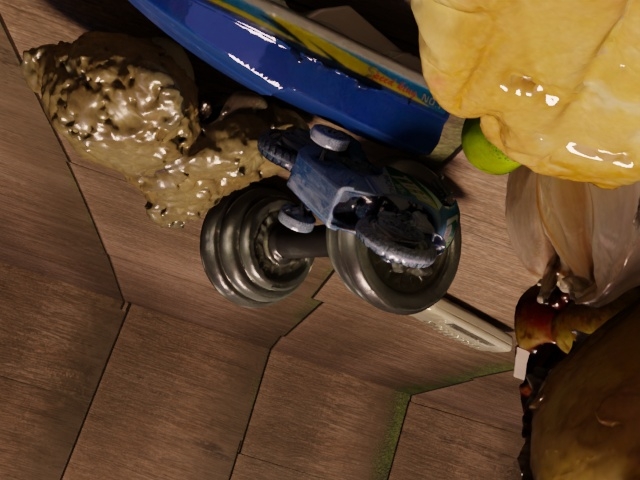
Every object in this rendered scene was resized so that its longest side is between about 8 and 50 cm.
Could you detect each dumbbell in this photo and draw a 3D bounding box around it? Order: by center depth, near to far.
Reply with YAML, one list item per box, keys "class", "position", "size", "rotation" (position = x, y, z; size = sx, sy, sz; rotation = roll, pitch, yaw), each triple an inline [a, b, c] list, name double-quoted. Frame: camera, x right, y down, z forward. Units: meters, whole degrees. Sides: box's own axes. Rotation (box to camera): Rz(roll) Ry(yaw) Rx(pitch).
- class: "dumbbell"
  position: [0.000, 0.000, 0.928]
  size: [0.179, 0.179, 0.406]
  rotation: [30, 160, -35]

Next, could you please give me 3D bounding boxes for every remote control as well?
- class: "remote control"
  position: [0.250, 0.147, 1.353]
  size: [0.230, 0.049, 0.090]
  rotation: [29, 156, -32]

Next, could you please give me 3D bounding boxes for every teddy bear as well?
- class: "teddy bear"
  position: [-0.170, -0.122, 0.758]
  size: [0.267, 0.156, 0.256]
  rotation: [11, 160, 25]

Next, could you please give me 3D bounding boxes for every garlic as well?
- class: "garlic"
  position: [0.246, -0.037, 0.608]
  size: [0.142, 0.178, 0.229]
  rotation: [-1, 179, -15]

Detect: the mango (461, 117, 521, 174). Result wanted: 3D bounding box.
- class: "mango"
  position: [0.150, -0.088, 0.605]
  size: [0.056, 0.073, 0.108]
  rotation: [30, -167, -11]

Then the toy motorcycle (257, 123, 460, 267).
- class: "toy motorcycle"
  position: [0.040, -0.044, 0.669]
  size: [0.135, 0.092, 0.254]
  rotation: [5, -153, -37]

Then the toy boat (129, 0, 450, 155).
- class: "toy boat"
  position: [-0.036, -0.160, 0.584]
  size: [0.295, 0.088, 0.129]
  rotation: [20, -176, -24]

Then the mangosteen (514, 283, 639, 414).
- class: "mangosteen"
  position: [0.358, 0.130, 0.810]
  size: [0.347, 0.307, 0.307]
  rotation: [55, 150, -15]

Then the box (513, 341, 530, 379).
- class: "box"
  position: [0.421, 0.179, 1.193]
  size: [0.203, 0.106, 0.252]
  rotation: [11, 161, 17]

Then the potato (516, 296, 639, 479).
- class: "potato"
  position: [0.339, 0.055, 0.486]
  size: [0.397, 0.290, 0.296]
  rotation: [-3, 128, -24]

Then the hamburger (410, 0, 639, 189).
- class: "hamburger"
  position: [0.139, -0.157, 0.332]
  size: [0.209, 0.162, 0.330]
  rotation: [21, 165, -5]
